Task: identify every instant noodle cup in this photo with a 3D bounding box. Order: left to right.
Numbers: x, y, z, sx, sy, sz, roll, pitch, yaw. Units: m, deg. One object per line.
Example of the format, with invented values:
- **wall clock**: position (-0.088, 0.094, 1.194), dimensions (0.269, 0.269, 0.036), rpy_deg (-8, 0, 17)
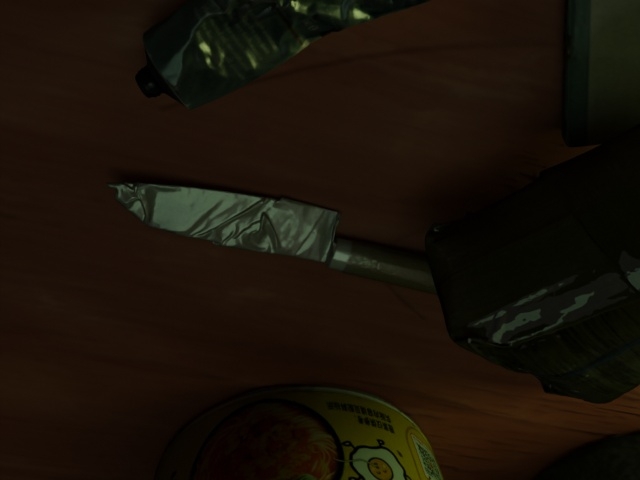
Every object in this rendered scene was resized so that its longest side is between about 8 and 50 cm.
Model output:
- **instant noodle cup**: position (-0.011, 0.288, 0.730), dimensions (0.325, 0.254, 0.326), rpy_deg (-3, 129, -4)

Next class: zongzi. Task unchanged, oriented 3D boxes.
- **zongzi**: position (0.241, 0.026, 0.624), dimensions (0.250, 0.125, 0.274), rpy_deg (-28, 141, 28)

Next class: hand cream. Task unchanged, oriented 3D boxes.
- **hand cream**: position (0.008, -0.136, 0.514), dimensions (0.247, 0.052, 0.075), rpy_deg (-22, 129, 12)

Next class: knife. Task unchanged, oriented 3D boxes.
- **knife**: position (0.000, -0.001, 0.647), dimensions (0.297, 0.017, 0.047), rpy_deg (13, 119, -16)

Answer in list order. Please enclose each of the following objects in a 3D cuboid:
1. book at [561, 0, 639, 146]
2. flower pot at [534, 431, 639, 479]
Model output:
- **book**: position (0.240, -0.183, 0.517), dimensions (0.214, 0.025, 0.283), rpy_deg (-7, 130, 2)
- **flower pot**: position (0.325, 0.335, 0.786), dimensions (0.298, 0.283, 0.299), rpy_deg (-2, 129, -3)
